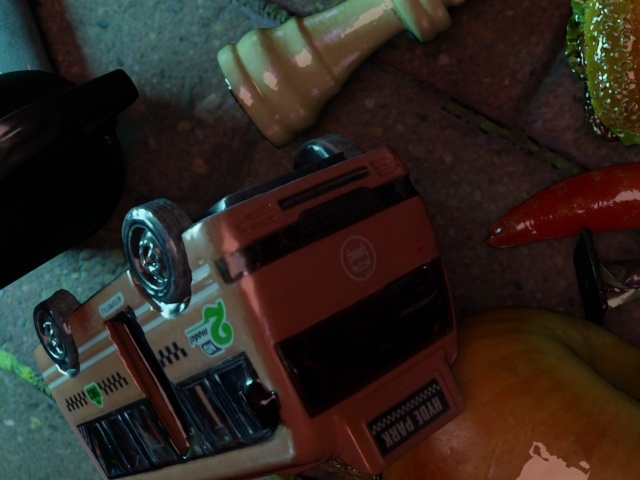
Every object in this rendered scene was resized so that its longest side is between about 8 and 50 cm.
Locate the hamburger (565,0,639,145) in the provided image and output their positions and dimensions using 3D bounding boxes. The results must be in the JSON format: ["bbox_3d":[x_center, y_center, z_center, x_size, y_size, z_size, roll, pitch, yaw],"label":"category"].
[{"bbox_3d":[0.295,-0.171,0.792,0.137,0.087,0.166,-1,92,15],"label":"hamburger"}]

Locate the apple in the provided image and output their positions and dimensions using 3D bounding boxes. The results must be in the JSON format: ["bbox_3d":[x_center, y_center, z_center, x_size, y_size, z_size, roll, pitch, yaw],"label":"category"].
[{"bbox_3d":[0.192,0.193,0.743,0.286,0.286,0.233,32,113,12],"label":"apple"}]

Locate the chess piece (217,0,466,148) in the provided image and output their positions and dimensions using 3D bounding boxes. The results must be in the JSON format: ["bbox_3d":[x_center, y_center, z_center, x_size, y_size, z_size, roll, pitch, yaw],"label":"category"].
[{"bbox_3d":[0.091,-0.241,0.835,0.397,0.117,0.117,-32,84,12],"label":"chess piece"}]

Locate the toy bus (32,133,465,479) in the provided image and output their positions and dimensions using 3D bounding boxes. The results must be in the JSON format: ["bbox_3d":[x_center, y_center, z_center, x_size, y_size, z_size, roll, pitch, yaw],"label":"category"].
[{"bbox_3d":[-0.080,0.089,0.741,0.427,0.203,0.233,-29,87,53],"label":"toy bus"}]

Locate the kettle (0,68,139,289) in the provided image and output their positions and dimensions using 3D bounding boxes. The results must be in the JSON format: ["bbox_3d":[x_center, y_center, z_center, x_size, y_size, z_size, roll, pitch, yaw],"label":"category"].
[{"bbox_3d":[-0.304,-0.048,0.823,0.262,0.308,0.203,-3,106,7],"label":"kettle"}]

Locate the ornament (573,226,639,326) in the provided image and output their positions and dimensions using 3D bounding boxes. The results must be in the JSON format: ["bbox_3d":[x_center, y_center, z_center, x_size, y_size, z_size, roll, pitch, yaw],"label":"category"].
[{"bbox_3d":[0.339,0.035,0.791,0.203,0.088,0.081,-1,69,6],"label":"ornament"}]

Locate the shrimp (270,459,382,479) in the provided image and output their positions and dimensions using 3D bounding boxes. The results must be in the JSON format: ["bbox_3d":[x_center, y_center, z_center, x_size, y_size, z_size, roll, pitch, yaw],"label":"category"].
[{"bbox_3d":[0.002,0.241,0.905,0.162,0.045,0.095,28,99,10],"label":"shrimp"}]

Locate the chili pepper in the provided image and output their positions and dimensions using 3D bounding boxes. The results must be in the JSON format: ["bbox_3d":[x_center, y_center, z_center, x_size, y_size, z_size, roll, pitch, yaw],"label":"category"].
[{"bbox_3d":[0.286,-0.037,0.815,0.272,0.063,0.071,-9,65,18],"label":"chili pepper"}]

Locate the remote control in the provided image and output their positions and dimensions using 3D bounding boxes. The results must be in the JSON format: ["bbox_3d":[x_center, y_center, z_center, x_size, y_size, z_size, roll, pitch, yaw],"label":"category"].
[{"bbox_3d":[-0.404,-0.322,0.993,0.107,0.044,0.378,-23,86,18],"label":"remote control"}]
